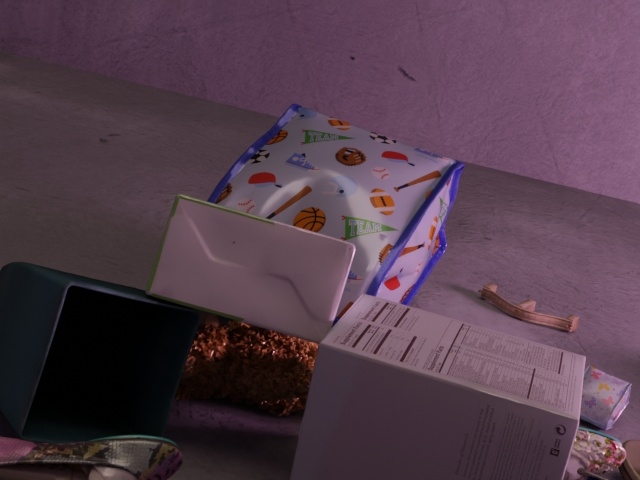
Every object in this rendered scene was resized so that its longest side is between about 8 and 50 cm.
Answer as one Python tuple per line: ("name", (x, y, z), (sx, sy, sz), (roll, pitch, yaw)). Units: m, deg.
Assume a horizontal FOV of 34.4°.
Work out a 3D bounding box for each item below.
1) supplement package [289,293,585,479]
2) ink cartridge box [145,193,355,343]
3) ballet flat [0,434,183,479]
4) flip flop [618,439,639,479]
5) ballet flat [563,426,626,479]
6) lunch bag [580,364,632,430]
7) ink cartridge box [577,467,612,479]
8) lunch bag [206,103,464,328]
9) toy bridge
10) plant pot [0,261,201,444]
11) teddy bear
("supplement package", (0.127, 0.204, 1.106), (0.262, 0.199, 0.198), (15, 16, 12))
("ink cartridge box", (-0.082, 0.033, 1.262), (0.207, 0.119, 0.353), (16, -2, -3))
("ballet flat", (-0.245, 0.232, 1.000), (0.221, 0.077, 0.079), (4, 36, -9))
("flip flop", (0.473, 0.307, 1.221), (0.112, 0.080, 0.277), (2, 19, -31))
("ballet flat", (0.247, 0.260, 1.258), (0.240, 0.091, 0.077), (11, 46, 11))
("lunch bag", (0.394, 0.230, 1.475), (0.071, 0.053, 0.083), (22, 44, 29))
("ink cartridge box", (0.400, 0.315, 0.955), (0.324, 0.072, 0.330), (21, -6, 27))
("lunch bag", (0.000, 0.000, 1.629), (0.327, 0.239, 0.385), (19, 40, 18))
("toy bridge", (0.368, 0.123, 1.865), (0.188, 0.026, 0.063), (21, 20, 30))
("plant pot", (-0.284, 0.113, 1.157), (0.165, 0.166, 0.234), (17, 1, -40))
("teddy bear", (-0.060, 0.149, 1.323), (0.337, 0.113, 0.245), (13, 14, 3))
